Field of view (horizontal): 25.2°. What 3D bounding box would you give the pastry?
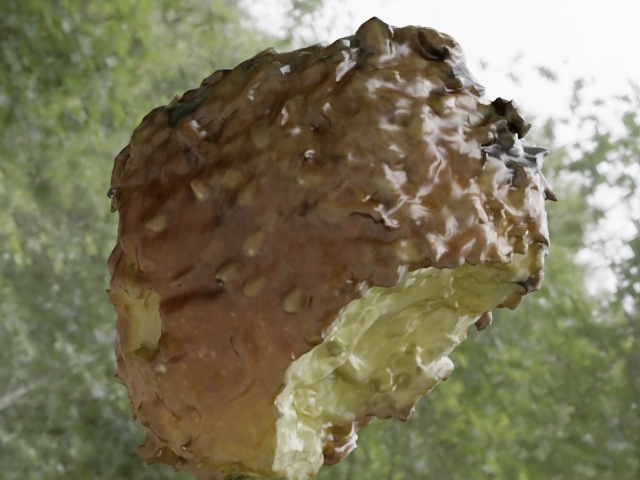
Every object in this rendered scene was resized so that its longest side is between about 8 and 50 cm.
[{"bbox_3d":[-0.015,-0.003,1.190,0.337,0.405,0.292,52,10,32],"label":"pastry"}]
